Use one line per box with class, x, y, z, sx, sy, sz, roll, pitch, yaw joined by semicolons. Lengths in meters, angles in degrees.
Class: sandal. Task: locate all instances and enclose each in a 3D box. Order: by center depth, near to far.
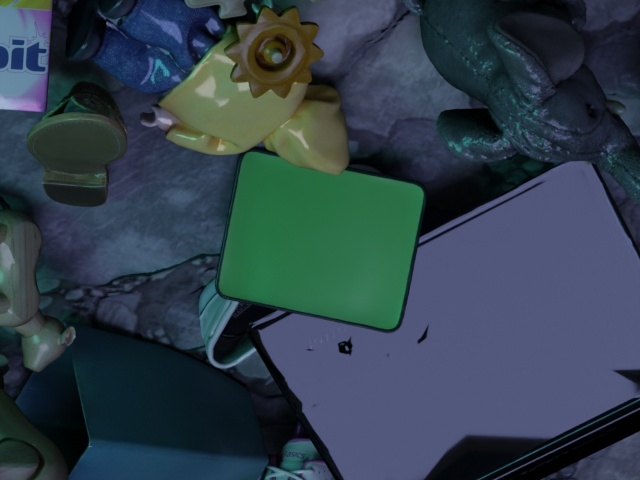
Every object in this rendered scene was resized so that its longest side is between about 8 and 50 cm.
sandal;-0.219;-0.104;1.429;0.088;0.079;0.240;6;163;-8

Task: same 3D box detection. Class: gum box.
gum box;-0.327;-0.172;1.350;0.188;0.062;0.107;3;99;-10

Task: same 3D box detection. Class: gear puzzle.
gear puzzle;-0.041;-0.275;1.285;0.175;0.044;0.339;-12;120;-11

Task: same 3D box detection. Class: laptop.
laptop;0.185;0.136;1.686;0.382;0.236;0.408;-27;165;8

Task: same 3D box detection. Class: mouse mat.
mouse mat;0.000;0.000;1.526;0.189;0.007;0.153;12;96;4

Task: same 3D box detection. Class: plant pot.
plant pot;-0.188;0.214;1.684;0.234;0.166;0.165;12;130;-32

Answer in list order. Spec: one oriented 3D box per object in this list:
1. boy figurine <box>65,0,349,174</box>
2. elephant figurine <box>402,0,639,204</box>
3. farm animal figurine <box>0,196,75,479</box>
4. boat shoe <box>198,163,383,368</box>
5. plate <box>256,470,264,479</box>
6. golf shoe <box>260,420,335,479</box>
boy figurine;-0.079;-0.151;1.411;0.285;0.092;0.177;26;124;-27
elephant figurine;0.181;-0.134;1.356;0.186;0.239;0.169;-18;132;9
farm animal figurine;-0.343;0.150;1.558;0.330;0.327;0.172;-41;159;30
boat shoe;-0.028;0.032;1.582;0.267;0.088;0.096;-38;125;25
plate;-0.105;0.324;1.877;0.188;0.024;0.188;-3;132;-3
golf shoe;-0.044;0.297;1.699;0.115;0.306;0.140;3;111;18
